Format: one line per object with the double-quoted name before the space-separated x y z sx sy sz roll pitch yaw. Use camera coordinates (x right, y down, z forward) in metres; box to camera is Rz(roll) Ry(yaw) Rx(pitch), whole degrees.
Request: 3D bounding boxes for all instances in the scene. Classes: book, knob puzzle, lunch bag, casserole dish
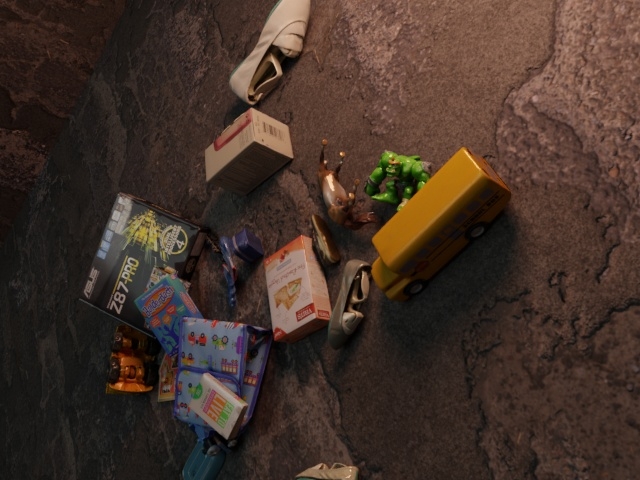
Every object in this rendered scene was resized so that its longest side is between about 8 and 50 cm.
"book" -0.249 0.404 1.422 0.144 0.035 0.096 28 99 29
"knob puzzle" -0.464 0.402 1.825 0.213 0.030 0.212 -19 62 42
"lunch bag" -0.211 0.020 1.647 0.065 0.098 0.067 -30 52 14
"casserole dish" -0.326 0.616 1.597 0.114 0.037 0.188 43 108 46
"lunch bag" -0.266 0.360 1.511 0.221 0.138 0.292 1 77 29

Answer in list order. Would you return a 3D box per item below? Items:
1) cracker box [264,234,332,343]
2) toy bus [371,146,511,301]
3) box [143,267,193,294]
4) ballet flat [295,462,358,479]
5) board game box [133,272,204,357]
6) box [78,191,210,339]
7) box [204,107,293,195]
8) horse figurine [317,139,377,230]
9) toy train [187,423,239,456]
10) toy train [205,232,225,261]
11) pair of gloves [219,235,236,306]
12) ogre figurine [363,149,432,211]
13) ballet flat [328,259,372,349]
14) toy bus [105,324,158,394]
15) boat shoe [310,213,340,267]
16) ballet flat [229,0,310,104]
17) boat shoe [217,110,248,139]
"cracker box" -0.060 0.125 1.467 0.156 0.067 0.232 -34 54 35
"toy bus" 0.222 -0.021 1.171 0.332 0.130 0.108 -47 47 25
"box" -0.477 0.153 1.819 0.137 0.027 0.093 23 94 12
"ballet flat" 0.018 0.513 1.266 0.168 0.057 0.052 -14 38 40
"board game box" -0.452 0.228 1.769 0.160 0.047 0.210 -36 86 24
"box" -0.579 0.079 1.907 0.319 0.097 0.394 24 95 15
"box" -0.214 -0.255 1.708 0.232 0.149 0.126 -32 54 35
"horse figurine" 0.045 -0.119 1.416 0.174 0.066 0.263 106 143 -56
"toy train" -0.291 0.494 1.551 0.105 0.080 0.184 -38 47 -8
"toy train" -0.323 0.022 1.817 0.158 0.027 0.036 45 120 45
"pair of gloves" -0.265 0.086 1.662 0.159 0.023 0.198 -120 26 -48
"ogre figurine" 0.179 -0.132 1.292 0.197 0.097 0.118 -138 54 -62
"ballet flat" 0.070 0.148 1.319 0.068 0.072 0.213 7 80 44
"toy bus" -0.646 0.415 1.950 0.211 0.150 0.220 -40 46 51
"boat shoe" 0.000 0.000 1.457 0.049 0.056 0.152 -40 50 24
"ballet flat" -0.135 -0.574 1.775 0.400 0.139 0.139 -45 48 32
"boat shoe" -0.281 -0.331 1.868 0.219 0.078 0.070 -35 53 24
